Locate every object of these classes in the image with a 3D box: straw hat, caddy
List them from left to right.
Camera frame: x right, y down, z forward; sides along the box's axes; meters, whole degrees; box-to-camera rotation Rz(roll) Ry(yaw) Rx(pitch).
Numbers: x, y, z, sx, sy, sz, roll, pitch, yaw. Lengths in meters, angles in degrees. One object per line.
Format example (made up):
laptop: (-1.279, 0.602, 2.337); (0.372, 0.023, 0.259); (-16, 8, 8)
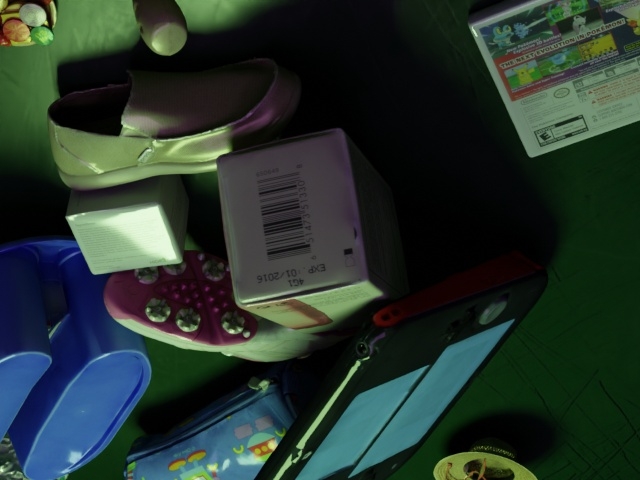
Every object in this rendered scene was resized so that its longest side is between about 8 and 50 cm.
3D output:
caddy: (-0.338, 0.132, 1.315); (0.241, 0.179, 0.341); (2, 139, -37)
straw hat: (0.228, 0.297, 1.557); (0.144, 0.061, 0.144); (12, 139, 11)

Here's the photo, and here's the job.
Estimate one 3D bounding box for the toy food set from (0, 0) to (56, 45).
toy food set: (-0.286, -0.214, 1.084); (0.083, 0.020, 0.083); (-7, 133, 5)

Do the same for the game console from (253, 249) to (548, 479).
game console: (0.074, 0.181, 1.283); (0.060, 0.342, 0.386); (44, 123, 19)

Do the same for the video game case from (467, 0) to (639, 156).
video game case: (0.267, -0.181, 1.125); (0.201, 0.023, 0.183); (-19, 132, 18)

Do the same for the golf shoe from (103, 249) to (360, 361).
golf shoe: (-0.101, 0.090, 1.291); (0.306, 0.115, 0.140); (8, 147, -28)

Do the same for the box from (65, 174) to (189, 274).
box: (-0.197, -0.033, 1.203); (0.102, 0.101, 0.087); (-8, 133, 7)

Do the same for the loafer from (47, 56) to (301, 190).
loafer: (-0.150, -0.120, 1.122); (0.269, 0.102, 0.092); (-16, 138, 15)

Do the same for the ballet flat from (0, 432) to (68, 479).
ballet flat: (-0.534, 0.324, 1.523); (0.409, 0.147, 0.147); (-6, 134, 6)

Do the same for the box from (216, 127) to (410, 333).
box: (0.000, 0.000, 1.139); (0.127, 0.148, 0.232); (-12, 166, 12)

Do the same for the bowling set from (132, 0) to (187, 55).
bowling set: (-0.082, -0.306, 0.942); (0.200, 0.154, 0.287); (-12, 134, -15)

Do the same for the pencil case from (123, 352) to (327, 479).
pencil case: (-0.113, 0.252, 1.467); (0.306, 0.119, 0.133); (-30, 125, 25)
